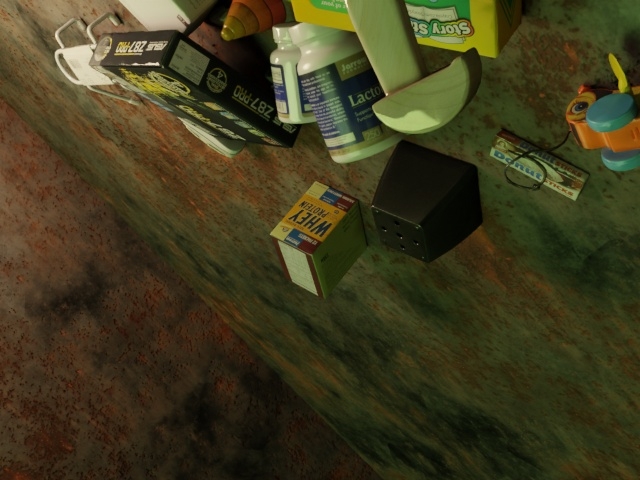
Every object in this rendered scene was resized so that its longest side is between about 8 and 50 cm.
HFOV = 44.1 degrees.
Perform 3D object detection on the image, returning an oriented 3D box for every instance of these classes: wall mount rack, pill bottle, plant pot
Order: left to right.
[{"bbox_3d":[-0.565,-0.464,2.156,0.350,0.130,0.304,11,140,48],"label":"wall mount rack"},{"bbox_3d":[-0.041,-0.335,1.568,0.112,0.112,0.186,16,122,43],"label":"pill bottle"},{"bbox_3d":[0.047,-0.290,1.464,0.153,0.153,0.264,-1,117,56],"label":"pill bottle"},{"bbox_3d":[0.209,-0.068,1.654,0.188,0.167,0.187,26,152,32],"label":"plant pot"}]

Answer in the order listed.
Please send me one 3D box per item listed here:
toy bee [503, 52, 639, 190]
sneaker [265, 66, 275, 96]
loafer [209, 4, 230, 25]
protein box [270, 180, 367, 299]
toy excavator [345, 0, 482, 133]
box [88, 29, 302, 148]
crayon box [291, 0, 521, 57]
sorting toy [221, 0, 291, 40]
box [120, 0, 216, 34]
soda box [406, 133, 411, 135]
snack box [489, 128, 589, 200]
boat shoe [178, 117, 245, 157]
[{"bbox_3d":[0.431,-0.193,1.174,0.298,0.162,0.195,3,135,16],"label":"toy bee"},{"bbox_3d":[-0.055,-0.340,1.712,0.170,0.051,0.089,8,152,43],"label":"sneaker"},{"bbox_3d":[-0.201,-0.470,1.679,0.039,0.045,0.125,41,177,-31],"label":"loafer"},{"bbox_3d":[0.000,0.000,2.034,0.136,0.200,0.201,26,153,28],"label":"protein box"},{"bbox_3d":[0.095,-0.408,0.898,0.433,0.222,0.445,40,122,4],"label":"toy excavator"},{"bbox_3d":[-0.277,-0.340,1.795,0.318,0.097,0.395,17,172,45],"label":"box"},{"bbox_3d":[0.106,-0.450,1.158,0.363,0.106,0.313,19,147,27],"label":"crayon box"},{"bbox_3d":[-0.098,-0.458,1.473,0.127,0.126,0.365,46,156,-14],"label":"sorting toy"},{"bbox_3d":[-0.325,-0.530,1.684,0.181,0.119,0.182,46,155,-12],"label":"box"},{"bbox_3d":[0.142,-0.242,1.586,0.169,0.053,0.060,0,134,55],"label":"soda box"},{"bbox_3d":[0.395,-0.138,1.437,0.178,0.022,0.064,32,156,18],"label":"snack box"},{"bbox_3d":[-0.315,-0.318,2.082,0.267,0.096,0.088,36,154,-9],"label":"boat shoe"}]
